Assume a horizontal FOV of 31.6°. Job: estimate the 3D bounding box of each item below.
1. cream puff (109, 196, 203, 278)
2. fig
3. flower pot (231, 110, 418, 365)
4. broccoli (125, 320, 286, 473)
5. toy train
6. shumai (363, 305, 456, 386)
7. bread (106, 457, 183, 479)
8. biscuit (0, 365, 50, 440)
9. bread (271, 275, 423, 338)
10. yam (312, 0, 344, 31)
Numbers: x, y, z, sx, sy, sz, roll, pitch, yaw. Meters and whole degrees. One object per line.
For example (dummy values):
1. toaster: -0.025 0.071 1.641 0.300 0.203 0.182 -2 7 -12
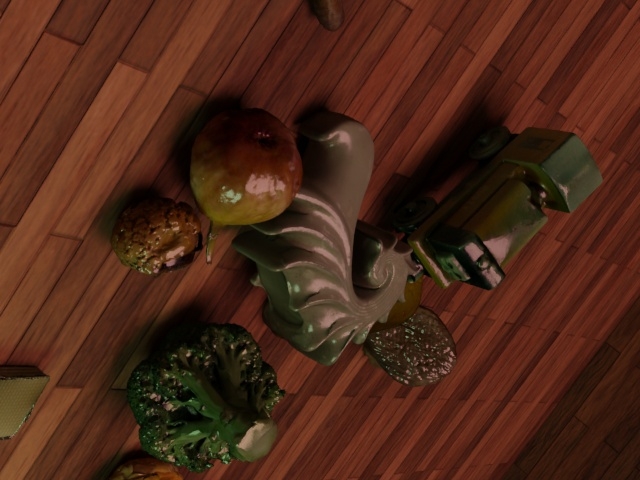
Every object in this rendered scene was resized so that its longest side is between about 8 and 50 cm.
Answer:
1. cream puff: -0.226 -0.007 1.543 0.133 0.119 0.104 -32 127 -56
2. fig: -0.122 -0.061 1.590 0.159 0.159 0.257 -19 146 -43
3. flower pot: 0.000 0.000 1.777 0.254 0.164 0.367 -39 130 -21
4. broccoli: -0.164 0.254 1.779 0.270 0.270 0.270 -15 116 -34
5. toy train: 0.309 -0.061 2.044 0.397 0.253 0.160 -43 116 -14
6. shumai: 0.173 0.207 2.322 0.161 0.209 0.153 -62 -176 -5
7. bread: -0.332 0.487 1.971 0.236 0.120 0.198 -52 153 5
8. biscuit: -0.474 0.226 1.550 0.121 0.040 0.199 -59 151 11
9. bread: 0.064 0.108 2.076 0.383 0.112 0.166 -3 127 -52
10. yam: -0.005 -0.374 1.481 0.046 0.046 0.264 -41 150 -15
